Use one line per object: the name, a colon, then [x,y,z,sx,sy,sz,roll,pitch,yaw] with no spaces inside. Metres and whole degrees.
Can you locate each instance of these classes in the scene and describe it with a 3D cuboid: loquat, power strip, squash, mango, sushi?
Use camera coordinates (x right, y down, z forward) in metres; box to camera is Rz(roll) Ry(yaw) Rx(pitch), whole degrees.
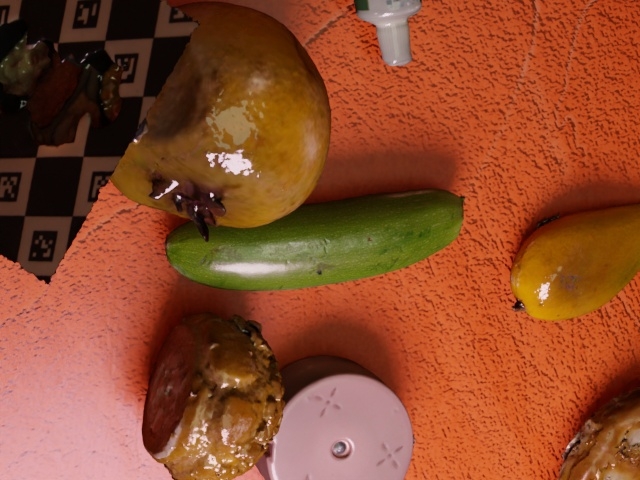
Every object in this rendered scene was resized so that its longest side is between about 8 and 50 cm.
loquat: [-0.096,-0.107,1.593,0.213,0.213,0.213,-4,103,-16]
power strip: [0.012,0.190,1.762,0.154,0.078,0.154,-3,101,-18]
squash: [0.000,0.002,1.714,0.292,0.082,0.082,-7,104,-15]
mango: [0.263,0.019,1.809,0.187,0.066,0.101,-26,109,-18]
sushi: [-0.245,-0.124,1.547,0.264,0.290,0.050,-60,146,1]

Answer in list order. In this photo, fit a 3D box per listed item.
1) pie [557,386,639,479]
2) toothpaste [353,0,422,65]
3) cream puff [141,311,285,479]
pie: [0.348,0.272,1.877,0.308,0.085,0.308,-4,103,-20]
toothpaste: [0.041,-0.350,1.660,0.098,0.061,0.392,-12,102,-13]
cream puff: [-0.094,0.148,1.683,0.115,0.150,0.165,17,97,-27]
